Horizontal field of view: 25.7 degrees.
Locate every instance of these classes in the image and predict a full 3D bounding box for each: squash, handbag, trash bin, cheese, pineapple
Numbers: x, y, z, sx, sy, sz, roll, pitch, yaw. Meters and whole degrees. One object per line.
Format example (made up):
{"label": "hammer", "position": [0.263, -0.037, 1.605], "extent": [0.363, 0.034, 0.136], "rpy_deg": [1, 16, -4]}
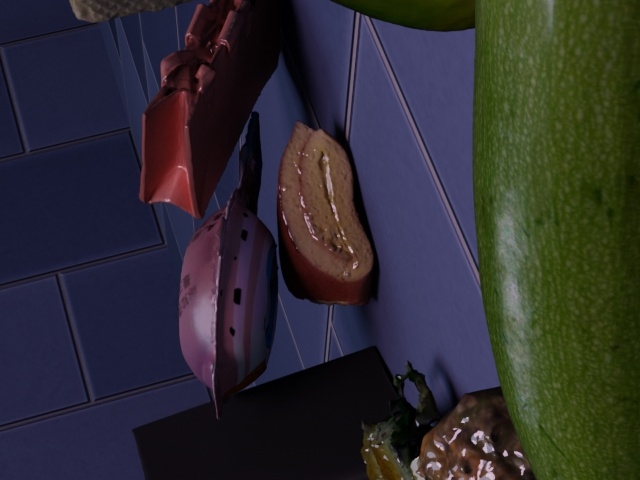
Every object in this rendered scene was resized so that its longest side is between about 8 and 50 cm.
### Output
{"label": "squash", "position": [0.106, -0.033, 0.490], "extent": [0.107, 0.107, 0.395], "rpy_deg": [-119, 16, -52]}
{"label": "handbag", "position": [-0.093, -0.139, 1.208], "extent": [0.157, 0.059, 0.212], "rpy_deg": [94, -164, -57]}
{"label": "trash bin", "position": [-0.032, 0.201, 1.189], "extent": [0.165, 0.226, 0.115], "rpy_deg": [-118, 18, -53]}
{"label": "cheese", "position": [-0.072, 0.017, 1.201], "extent": [0.189, 0.074, 0.286], "rpy_deg": [91, -175, -51]}
{"label": "pineapple", "position": [0.127, 0.162, 0.686], "extent": [0.197, 0.108, 0.108], "rpy_deg": [62, 166, 15]}

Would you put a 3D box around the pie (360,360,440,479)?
{"label": "pie", "position": [0.109, 0.237, 0.925], "extent": [0.371, 0.078, 0.296], "rpy_deg": [-167, 63, -80]}

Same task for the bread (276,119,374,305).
{"label": "bread", "position": [-0.001, 0.000, 1.184], "extent": [0.192, 0.067, 0.119], "rpy_deg": [89, 163, -53]}

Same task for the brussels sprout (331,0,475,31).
{"label": "brussels sprout", "position": [0.034, -0.166, 0.570], "extent": [0.161, 0.144, 0.180], "rpy_deg": [47, 155, 37]}

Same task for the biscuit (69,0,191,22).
{"label": "biscuit", "position": [-0.075, -0.213, 0.922], "extent": [0.121, 0.199, 0.040], "rpy_deg": [88, 163, -49]}
